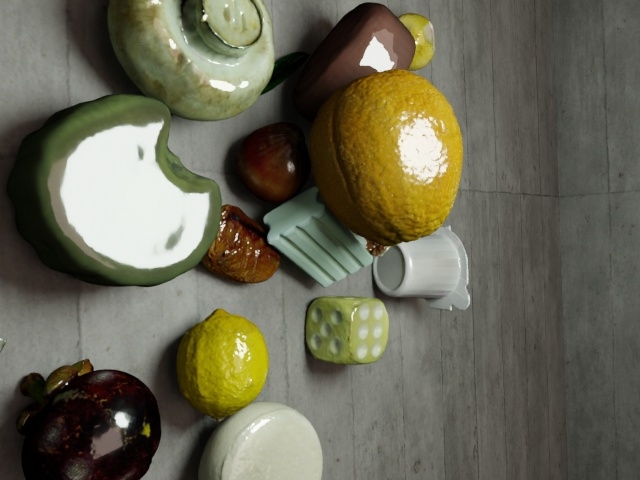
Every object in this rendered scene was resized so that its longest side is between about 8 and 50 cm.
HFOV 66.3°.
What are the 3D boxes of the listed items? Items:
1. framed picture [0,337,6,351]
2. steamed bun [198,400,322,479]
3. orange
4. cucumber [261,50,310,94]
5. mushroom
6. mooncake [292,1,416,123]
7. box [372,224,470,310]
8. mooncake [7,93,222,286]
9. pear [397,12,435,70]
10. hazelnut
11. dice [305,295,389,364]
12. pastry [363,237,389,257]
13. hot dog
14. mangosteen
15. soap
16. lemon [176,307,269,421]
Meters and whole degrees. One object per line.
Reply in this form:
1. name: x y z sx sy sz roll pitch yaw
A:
1. framed picture: -0.653 0.267 0.695 0.247 0.022 0.335 32 67 -40
2. steamed bun: -0.142 0.499 1.090 0.283 0.177 0.283 7 78 -39
3. orange: 0.144 -0.170 1.053 0.322 0.322 0.357 -17 90 -44
4. cucumber: -0.125 -0.409 1.223 0.284 0.056 0.056 -42 118 -34
5. mushroom: -0.239 -0.413 0.961 0.352 0.260 0.352 0 89 -39
6. mooncake: 0.078 -0.448 1.238 0.174 0.326 0.334 32 56 -27
7. box: 0.295 0.101 1.494 0.206 0.262 0.291 1 46 -29
8. mooncake: -0.360 -0.075 0.885 0.351 0.187 0.351 2 87 -49
9. pear: 0.292 -0.627 1.562 0.178 0.178 0.178 2 88 -45
10. hazelnut: -0.104 -0.193 1.150 0.178 0.178 0.204 57 36 -27
11. dice: 0.072 0.236 1.317 0.166 0.169 0.169 5 86 -44
12. pastry: 0.106 -0.095 1.343 0.256 0.170 0.237 13 118 -22
13. hot dog: -0.184 0.011 1.114 0.227 0.099 0.161 41 60 -42
14. mangosteen: -0.403 0.315 0.830 0.265 0.228 0.228 38 55 6
15. soap: 0.000 0.000 1.203 0.265 0.159 0.088 43 23 -48
16. lemon: -0.203 0.259 1.028 0.192 0.192 0.231 8 77 -45
